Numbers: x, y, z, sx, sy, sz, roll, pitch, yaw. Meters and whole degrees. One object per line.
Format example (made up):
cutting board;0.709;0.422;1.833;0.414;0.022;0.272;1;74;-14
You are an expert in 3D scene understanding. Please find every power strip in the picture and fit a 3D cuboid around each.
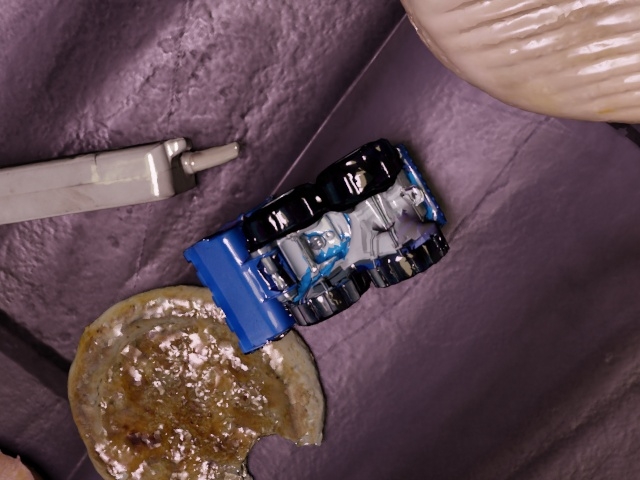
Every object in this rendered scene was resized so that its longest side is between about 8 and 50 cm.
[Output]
power strip;-0.211;-0.054;0.991;0.288;0.093;0.053;-7;97;11

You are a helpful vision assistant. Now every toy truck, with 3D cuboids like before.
toy truck;0.000;0.000;0.954;0.208;0.126;0.113;-27;97;17

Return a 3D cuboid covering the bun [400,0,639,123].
bun;0.202;-0.257;0.820;0.326;0.234;0.362;-37;110;20

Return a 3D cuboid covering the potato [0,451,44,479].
potato;-0.315;0.257;1.093;0.101;0.089;0.172;-41;61;-5

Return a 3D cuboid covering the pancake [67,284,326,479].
pancake;-0.125;0.156;1.052;0.254;0.037;0.253;2;103;8
